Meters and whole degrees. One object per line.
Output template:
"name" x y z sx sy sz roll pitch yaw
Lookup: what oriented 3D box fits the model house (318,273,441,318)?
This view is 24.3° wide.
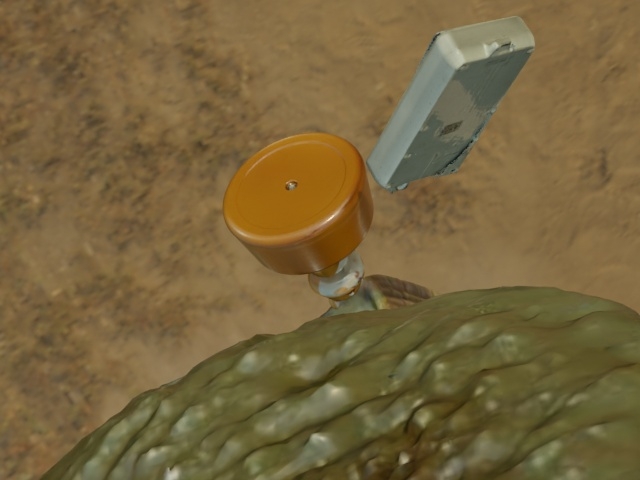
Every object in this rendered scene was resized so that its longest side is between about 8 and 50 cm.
"model house" 0.134 0.184 1.460 0.321 0.261 0.266 8 84 34

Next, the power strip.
"power strip" 0.100 -0.104 1.159 0.035 0.081 0.192 61 150 22

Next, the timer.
"timer" 0.000 0.000 1.337 0.132 0.132 0.152 8 144 32

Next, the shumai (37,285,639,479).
"shumai" 0.047 0.231 0.533 0.324 0.397 0.323 -26 118 7
